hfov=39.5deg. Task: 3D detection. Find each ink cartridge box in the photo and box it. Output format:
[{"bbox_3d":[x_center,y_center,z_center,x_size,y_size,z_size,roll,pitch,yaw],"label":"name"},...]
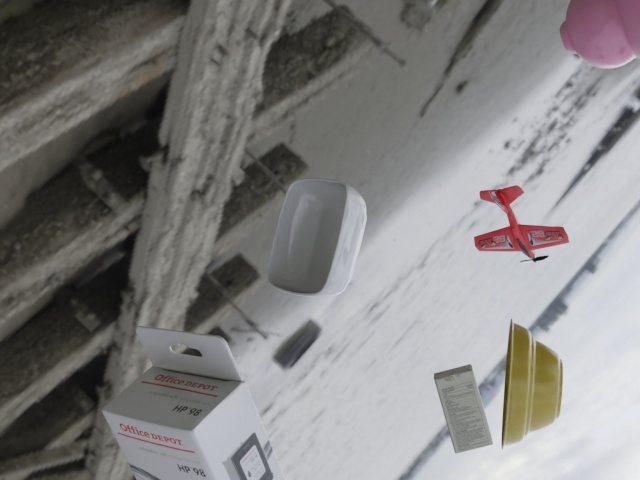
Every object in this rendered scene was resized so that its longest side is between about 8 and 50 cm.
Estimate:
[{"bbox_3d":[-0.093,0.157,0.665,0.060,0.104,0.180,-42,122,-41],"label":"ink cartridge box"}]

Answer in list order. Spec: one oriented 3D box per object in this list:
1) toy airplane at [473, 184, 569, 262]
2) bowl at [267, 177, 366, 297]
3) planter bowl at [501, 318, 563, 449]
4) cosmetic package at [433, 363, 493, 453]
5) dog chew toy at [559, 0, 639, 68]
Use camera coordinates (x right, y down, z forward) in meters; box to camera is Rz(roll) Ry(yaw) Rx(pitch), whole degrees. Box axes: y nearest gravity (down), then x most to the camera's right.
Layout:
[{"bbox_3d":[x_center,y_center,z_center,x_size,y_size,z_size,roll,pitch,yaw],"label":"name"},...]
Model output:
[{"bbox_3d":[0.269,-0.023,1.246,0.028,0.151,0.151,-58,174,-34],"label":"toy airplane"},{"bbox_3d":[0.000,0.000,1.067,0.053,0.142,0.142,17,85,-35],"label":"bowl"},{"bbox_3d":[0.352,0.241,1.472,0.217,0.090,0.217,5,90,-79],"label":"planter bowl"},{"bbox_3d":[0.207,0.244,1.293,0.060,0.115,0.041,-14,-177,7],"label":"cosmetic package"},{"bbox_3d":[0.501,-0.342,1.245,0.331,0.207,0.206,-16,-176,30],"label":"dog chew toy"}]
